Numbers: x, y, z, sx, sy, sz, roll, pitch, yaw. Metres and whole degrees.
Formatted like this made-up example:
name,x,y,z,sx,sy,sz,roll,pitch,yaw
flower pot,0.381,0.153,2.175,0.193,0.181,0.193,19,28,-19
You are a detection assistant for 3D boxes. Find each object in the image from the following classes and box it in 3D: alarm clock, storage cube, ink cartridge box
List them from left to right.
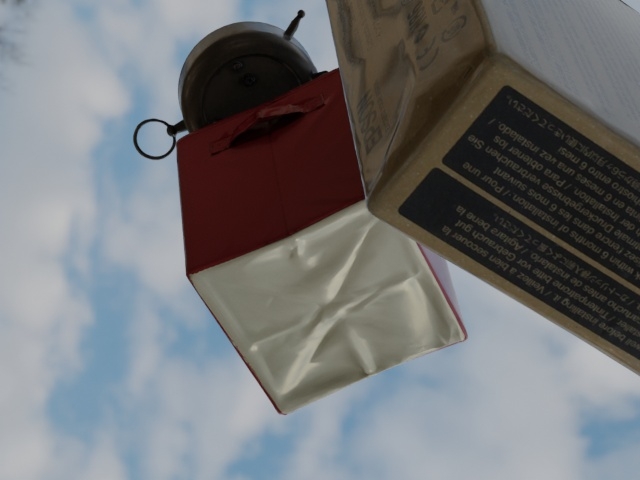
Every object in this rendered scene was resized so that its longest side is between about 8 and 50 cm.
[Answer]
name,x,y,z,sx,sy,sz,roll,pitch,yaw
alarm clock,-0.081,-0.122,1.419,0.064,0.192,0.129,-104,169,-67
storage cube,0.000,0.000,1.347,0.184,0.215,0.193,-23,-144,9
ink cartridge box,0.108,-0.053,0.703,0.088,0.193,0.234,-50,-158,22
